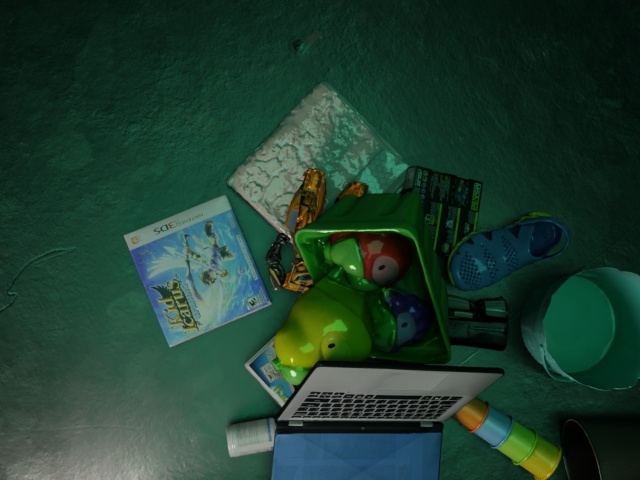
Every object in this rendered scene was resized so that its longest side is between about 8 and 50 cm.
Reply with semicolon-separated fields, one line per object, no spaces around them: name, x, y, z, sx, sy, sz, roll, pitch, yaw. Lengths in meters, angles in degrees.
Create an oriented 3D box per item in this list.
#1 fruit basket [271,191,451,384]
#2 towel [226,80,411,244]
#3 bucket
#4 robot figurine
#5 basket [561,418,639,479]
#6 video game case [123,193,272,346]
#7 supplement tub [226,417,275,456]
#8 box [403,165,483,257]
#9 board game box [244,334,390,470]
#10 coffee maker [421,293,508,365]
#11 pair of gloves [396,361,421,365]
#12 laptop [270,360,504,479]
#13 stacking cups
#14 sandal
fruit basket;0.083;0.129;1.281;0.283;0.392;0.392;0;85;28
towel;0.006;-0.148;1.518;0.317;0.053;0.332;43;83;-1
bucket;0.596;0.193;1.477;0.281;0.183;0.281;0;86;-4
robot figurine;0.000;0.000;1.434;0.211;0.085;0.291;15;84;-9
basket;0.687;0.487;1.483;0.226;0.154;0.204;-7;83;-9
video game case;-0.271;0.066;1.473;0.244;0.061;0.270;-23;88;-5
supplement tub;-0.149;0.432;1.451;0.107;0.071;0.071;-7;86;-6
box;0.275;-0.061;1.516;0.184;0.045;0.191;11;85;-22
board game box;0.008;0.318;1.440;0.193;0.053;0.305;-42;79;-15
coffee maker;0.324;0.204;1.499;0.178;0.120;0.171;7;110;-3
pair of gloves;0.201;0.301;1.494;0.010;0.074;0.083;-4;86;-43
laptop;0.118;0.428;1.274;0.382;0.408;0.236;6;53;-20
stacking cups;0.385;0.415;1.499;0.316;0.096;0.096;34;84;3
sandal;0.428;0.019;1.476;0.317;0.138;0.126;-27;99;-14
